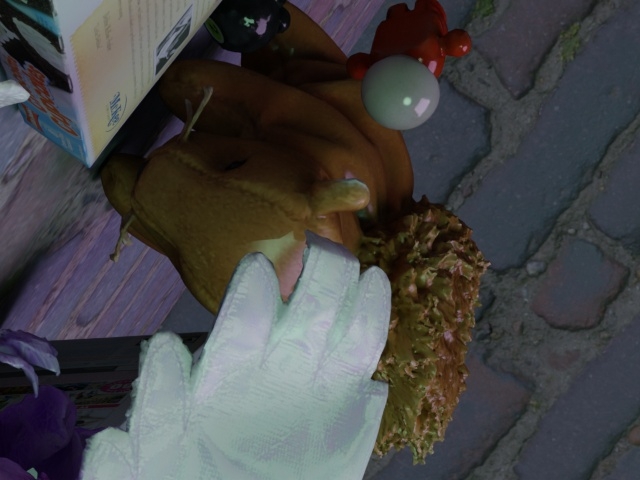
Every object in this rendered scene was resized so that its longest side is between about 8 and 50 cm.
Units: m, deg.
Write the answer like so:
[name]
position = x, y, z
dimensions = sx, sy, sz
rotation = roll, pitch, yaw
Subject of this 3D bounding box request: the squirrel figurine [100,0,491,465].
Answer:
[squirrel figurine]
position = 0.000, 0.000, 1.032
dimensions = 0.281, 0.397, 0.370
rotation = -50, -172, 8

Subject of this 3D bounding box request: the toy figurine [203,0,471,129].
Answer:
[toy figurine]
position = 0.036, -0.209, 0.870
dimensions = 0.209, 0.213, 0.148
rotation = -54, -167, 38

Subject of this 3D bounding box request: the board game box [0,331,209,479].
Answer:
[board game box]
position = -0.223, 0.162, 0.965
dimensions = 0.303, 0.224, 0.097
rotation = -45, 129, -75

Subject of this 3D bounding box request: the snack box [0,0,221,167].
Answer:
[snack box]
position = -0.094, -0.166, 0.614
dimensions = 0.187, 0.060, 0.322
rotation = -54, 179, -15

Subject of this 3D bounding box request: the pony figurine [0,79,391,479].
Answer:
[pony figurine]
position = -0.145, 0.138, 0.416
dimensions = 0.303, 0.363, 0.351
rotation = 19, 81, -54
